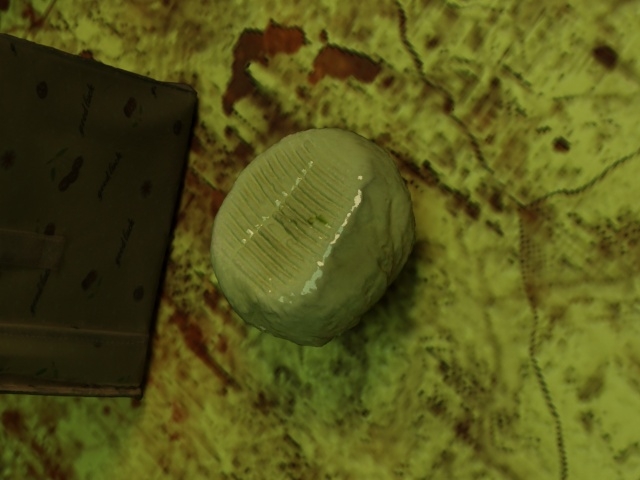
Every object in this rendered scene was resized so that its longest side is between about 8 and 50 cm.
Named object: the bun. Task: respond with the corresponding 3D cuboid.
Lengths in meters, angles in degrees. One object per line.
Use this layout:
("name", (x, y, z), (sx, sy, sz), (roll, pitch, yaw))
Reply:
("bun", (0.000, 0.000, 0.732), (0.115, 0.069, 0.115), (-17, 57, 28))

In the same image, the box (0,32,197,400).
("box", (-0.248, -0.033, 0.756), (0.225, 0.297, 0.190), (13, 90, 32))
